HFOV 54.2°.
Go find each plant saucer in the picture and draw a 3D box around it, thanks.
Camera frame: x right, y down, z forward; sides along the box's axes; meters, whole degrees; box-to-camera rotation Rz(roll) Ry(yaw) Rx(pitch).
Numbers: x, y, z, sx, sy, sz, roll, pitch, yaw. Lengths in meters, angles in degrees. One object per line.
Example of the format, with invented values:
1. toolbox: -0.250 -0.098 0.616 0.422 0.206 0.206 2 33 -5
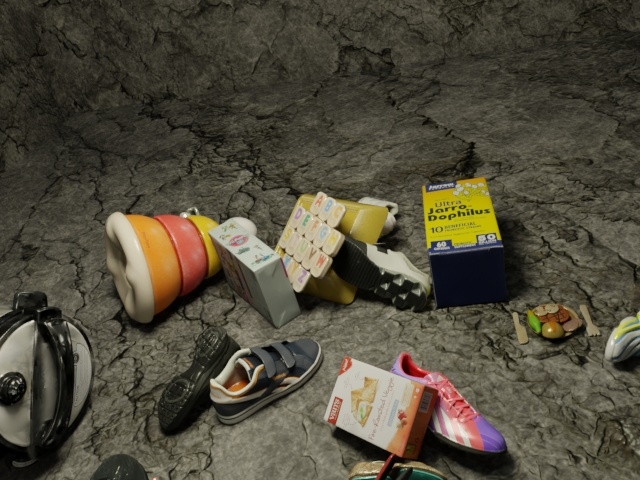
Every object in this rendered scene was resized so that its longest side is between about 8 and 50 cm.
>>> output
1. plant saucer: 0.000 0.000 1.918 0.333 0.081 0.332 12 69 34

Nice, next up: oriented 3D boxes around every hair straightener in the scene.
1. hair straightener: 0.111 0.533 1.209 0.089 0.047 0.230 29 69 30

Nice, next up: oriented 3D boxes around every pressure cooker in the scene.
1. pressure cooker: -0.791 0.349 1.582 0.421 0.369 0.375 -1 39 25

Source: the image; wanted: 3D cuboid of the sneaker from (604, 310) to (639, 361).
1. sneaker: 0.763 0.220 1.425 0.240 0.091 0.126 -30 37 -23

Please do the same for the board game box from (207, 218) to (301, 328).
1. board game box: -0.200 0.093 1.857 0.098 0.224 0.303 -32 38 -22

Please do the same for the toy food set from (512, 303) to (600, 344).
1. toy food set: 0.586 0.198 1.571 0.192 0.038 0.132 -9 34 9

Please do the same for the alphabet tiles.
1. alphabet tiles: -0.033 0.000 1.802 0.277 0.021 0.284 -60 33 5

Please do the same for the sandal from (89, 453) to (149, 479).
1. sandal: -0.475 0.624 1.293 0.168 0.107 0.445 -8 35 11

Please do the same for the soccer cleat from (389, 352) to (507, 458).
1. soccer cleat: 0.269 0.358 1.367 0.109 0.116 0.318 3 15 -42

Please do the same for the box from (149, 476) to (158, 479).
1. box: -0.410 0.626 1.126 0.346 0.168 0.215 -22 56 -22

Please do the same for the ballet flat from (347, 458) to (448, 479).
1. ballet flat: 0.159 0.482 1.298 0.206 0.073 0.067 -3 21 11

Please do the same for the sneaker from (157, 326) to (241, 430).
1. sneaker: -0.298 0.368 1.602 0.109 0.130 0.286 19 68 50

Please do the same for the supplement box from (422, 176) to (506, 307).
1. supplement box: 0.405 -0.002 1.791 0.194 0.195 0.356 -7 34 11

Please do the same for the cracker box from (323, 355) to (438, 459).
1. cracker box: 0.129 0.365 1.385 0.232 0.067 0.155 10 78 45

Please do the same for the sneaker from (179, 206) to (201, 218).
1. sneaker: -0.490 -0.039 2.255 0.091 0.115 0.232 -5 35 11

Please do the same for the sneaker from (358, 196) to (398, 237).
1. sneaker: 0.152 -0.048 2.025 0.152 0.114 0.305 6 39 30

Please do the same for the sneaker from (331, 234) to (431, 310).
1. sneaker: 0.164 0.072 1.787 0.331 0.122 0.146 32 34 6

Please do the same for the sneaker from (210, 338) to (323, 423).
1. sneaker: -0.133 0.326 1.584 0.321 0.127 0.126 -32 36 -26

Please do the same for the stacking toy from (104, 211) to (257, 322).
1. stacking toy: -0.414 0.036 1.999 0.480 0.350 0.351 -16 31 -29
